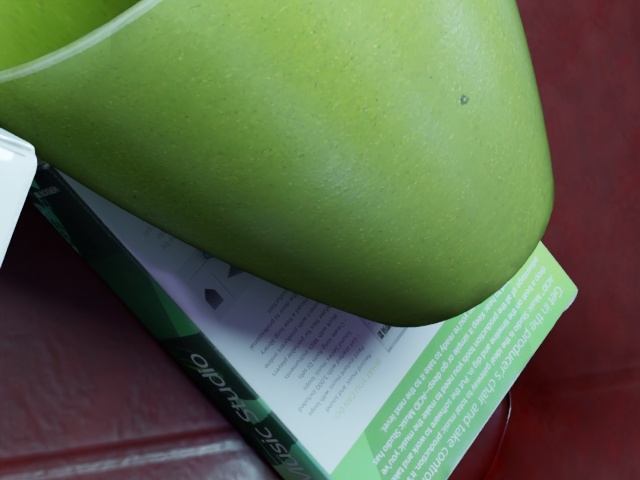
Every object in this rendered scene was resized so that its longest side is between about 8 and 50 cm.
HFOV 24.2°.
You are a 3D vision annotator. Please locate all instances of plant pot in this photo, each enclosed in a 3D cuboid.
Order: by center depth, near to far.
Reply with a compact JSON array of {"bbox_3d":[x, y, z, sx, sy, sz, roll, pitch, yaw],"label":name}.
[{"bbox_3d":[-0.007,-0.093,0.753,0.293,0.275,0.275,46,61,-37],"label":"plant pot"}]

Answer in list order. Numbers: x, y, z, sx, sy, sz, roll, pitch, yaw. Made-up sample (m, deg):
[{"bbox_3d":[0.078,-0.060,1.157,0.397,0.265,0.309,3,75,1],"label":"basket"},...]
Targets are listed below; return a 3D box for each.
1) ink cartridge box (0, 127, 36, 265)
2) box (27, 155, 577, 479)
[{"bbox_3d":[-0.264,0.004,0.570,0.197,0.270,0.198,20,93,-31],"label":"ink cartridge box"},{"bbox_3d":[0.000,0.000,0.914,0.322,0.058,0.232,50,60,-18],"label":"box"}]
